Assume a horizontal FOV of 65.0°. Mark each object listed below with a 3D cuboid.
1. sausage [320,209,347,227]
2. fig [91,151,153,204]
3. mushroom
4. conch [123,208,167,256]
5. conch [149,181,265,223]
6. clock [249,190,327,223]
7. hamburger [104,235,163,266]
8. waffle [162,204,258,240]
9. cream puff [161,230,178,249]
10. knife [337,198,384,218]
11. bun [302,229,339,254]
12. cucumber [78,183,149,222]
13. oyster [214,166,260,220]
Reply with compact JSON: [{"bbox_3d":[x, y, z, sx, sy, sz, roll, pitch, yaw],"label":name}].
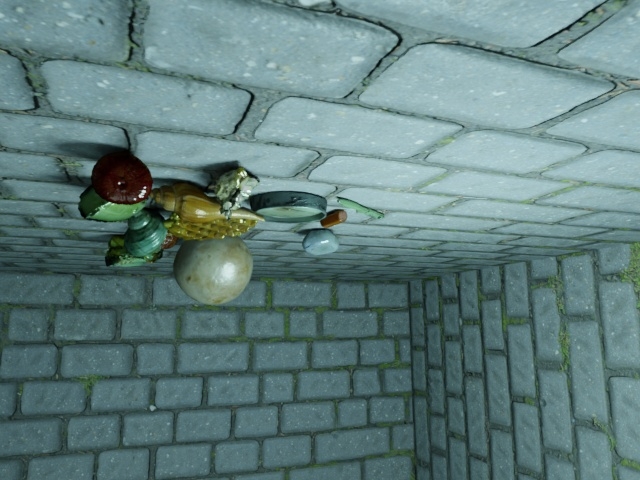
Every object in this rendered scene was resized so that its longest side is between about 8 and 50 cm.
[{"bbox_3d":[0.040,-0.068,1.618,0.039,0.041,0.131,-20,-179,-29],"label":"sausage"},{"bbox_3d":[-0.432,-0.127,1.062,0.153,0.119,0.119,0,173,42],"label":"fig"},{"bbox_3d":[-0.415,0.092,1.935,0.298,0.297,0.290,3,-166,-19],"label":"mushroom"},{"bbox_3d":[-0.544,-0.026,1.569,0.122,0.175,0.188,25,139,-14],"label":"conch"},{"bbox_3d":[-0.297,-0.080,1.310,0.330,0.093,0.109,20,169,-35],"label":"conch"},{"bbox_3d":[-0.092,-0.092,1.458,0.226,0.049,0.226,1,170,0],"label":"clock"},{"bbox_3d":[-0.733,0.039,1.977,0.214,0.125,0.235,-6,174,-3],"label":"hamburger"},{"bbox_3d":[-0.327,-0.056,1.535,0.282,0.058,0.301,-10,167,-4],"label":"waffle"},{"bbox_3d":[-0.592,-0.008,1.818,0.149,0.084,0.149,1,169,0],"label":"cream puff"},{"bbox_3d":[0.124,-0.094,1.538,0.043,0.019,0.293,-9,168,33],"label":"knife"},{"bbox_3d":[0.000,0.000,1.901,0.141,0.083,0.141,-3,161,-1],"label":"bun"},{"bbox_3d":[-0.523,-0.105,1.275,0.086,0.115,0.193,42,-175,13],"label":"cucumber"},{"bbox_3d":[-0.211,-0.116,1.212,0.072,0.133,0.209,43,-178,-1],"label":"oyster"}]
